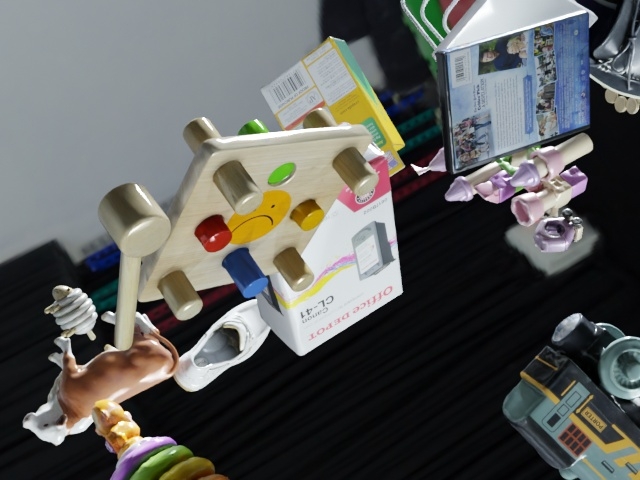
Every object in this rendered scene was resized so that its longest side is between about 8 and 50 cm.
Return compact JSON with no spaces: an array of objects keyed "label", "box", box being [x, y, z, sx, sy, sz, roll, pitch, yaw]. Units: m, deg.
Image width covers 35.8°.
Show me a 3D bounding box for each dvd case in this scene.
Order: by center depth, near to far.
[{"label":"dvd case","box":[0.282,-0.213,1.422,0.022,0.253,0.180,38,-38,55]}]

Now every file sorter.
[{"label":"file sorter","box":[0.304,-0.404,1.739,0.277,0.193,0.173,9,40,-47]}]

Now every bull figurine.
[{"label":"bull figurine","box":[-0.427,0.258,1.894,0.188,0.310,0.101,60,-12,25]}]

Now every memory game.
[{"label":"memory game","box":[0.693,-0.377,2.232,0.186,0.012,0.186,173,-90,-66]}]

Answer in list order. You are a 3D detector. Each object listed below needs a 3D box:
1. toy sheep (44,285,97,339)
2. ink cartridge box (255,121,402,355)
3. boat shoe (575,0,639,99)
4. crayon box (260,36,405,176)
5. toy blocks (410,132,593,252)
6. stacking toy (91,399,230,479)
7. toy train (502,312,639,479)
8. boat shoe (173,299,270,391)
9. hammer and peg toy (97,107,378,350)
[{"label":"toy sheep","box":[-0.499,0.148,2.011,0.132,0.091,0.091,61,-11,-16]},{"label":"ink cartridge box","box":[0.000,0.000,1.578,0.131,0.226,0.306,42,-26,42]},{"label":"boat shoe","box":[0.596,-0.424,2.027,0.500,0.187,0.156,26,5,-9]},{"label":"crayon box","box":[0.036,-0.244,2.135,0.323,0.203,0.083,61,23,9]},{"label":"toy blocks","box":[0.378,-0.121,2.091,0.288,0.260,0.309,49,-21,37]},{"label":"stacking toy","box":[-0.212,0.322,1.317,0.302,0.165,0.175,42,-18,22]},{"label":"toy train","box":[0.390,0.249,1.258,0.334,0.190,0.142,44,1,-8]},{"label":"boat shoe","box":[-0.175,0.199,1.992,0.098,0.277,0.096,46,-42,2]},{"label":"hammer and peg toy","box":[-0.124,-0.023,1.164,0.127,0.361,0.266,53,-47,25]}]
